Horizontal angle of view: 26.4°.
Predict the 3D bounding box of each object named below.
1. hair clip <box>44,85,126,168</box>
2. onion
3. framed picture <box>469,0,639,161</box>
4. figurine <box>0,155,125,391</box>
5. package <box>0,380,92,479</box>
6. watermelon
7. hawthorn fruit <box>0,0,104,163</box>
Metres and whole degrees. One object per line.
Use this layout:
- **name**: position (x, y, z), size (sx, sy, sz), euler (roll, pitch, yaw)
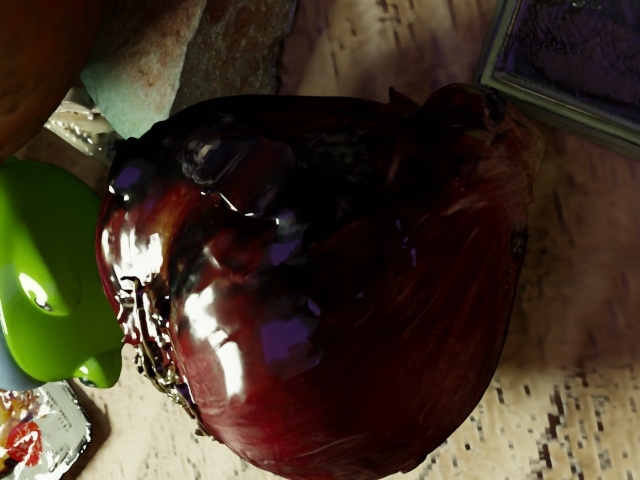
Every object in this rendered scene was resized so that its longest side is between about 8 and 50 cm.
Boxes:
- **hair clip**: position (-0.204, -0.100, 1.027), size (0.214, 0.062, 0.056), euler (23, 96, 31)
- **onion**: position (-0.014, 0.015, 0.812), size (0.281, 0.221, 0.280), euler (-15, 58, 26)
- **framed picture**: position (0.210, -0.132, 0.754), size (0.252, 0.014, 0.197), euler (27, 109, 31)
- **figurine**: position (-0.226, 0.003, 1.002), size (0.263, 0.143, 0.162), euler (45, 156, 43)
- **package**: position (-0.280, 0.183, 1.124), size (0.154, 0.030, 0.239), euler (45, 117, 22)
- **watermelon**: position (-0.076, -0.188, 0.921), size (0.154, 0.094, 0.241), euler (42, 116, 36)
- **hawthorn fruit**: position (-0.341, -0.170, 0.838), size (0.403, 0.403, 0.402), euler (4, 97, 35)
